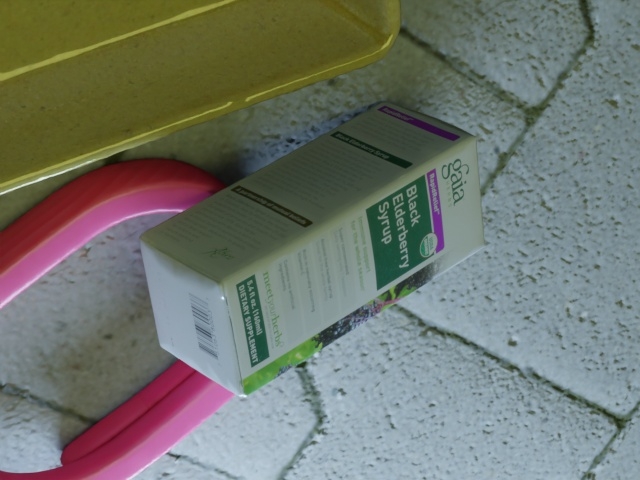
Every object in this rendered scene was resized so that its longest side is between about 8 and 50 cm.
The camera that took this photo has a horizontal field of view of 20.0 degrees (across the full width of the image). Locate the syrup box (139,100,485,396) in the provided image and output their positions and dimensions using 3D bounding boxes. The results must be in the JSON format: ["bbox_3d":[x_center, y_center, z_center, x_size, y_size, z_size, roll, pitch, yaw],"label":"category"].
[{"bbox_3d":[0.000,0.000,1.245,0.237,0.096,0.093,-30,128,-31],"label":"syrup box"}]

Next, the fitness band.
[{"bbox_3d":[-0.161,0.071,1.267,0.291,0.054,0.209,-39,128,-4],"label":"fitness band"}]

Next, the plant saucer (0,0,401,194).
[{"bbox_3d":[-0.130,-0.222,1.098,0.333,0.081,0.333,-21,124,-16],"label":"plant saucer"}]
